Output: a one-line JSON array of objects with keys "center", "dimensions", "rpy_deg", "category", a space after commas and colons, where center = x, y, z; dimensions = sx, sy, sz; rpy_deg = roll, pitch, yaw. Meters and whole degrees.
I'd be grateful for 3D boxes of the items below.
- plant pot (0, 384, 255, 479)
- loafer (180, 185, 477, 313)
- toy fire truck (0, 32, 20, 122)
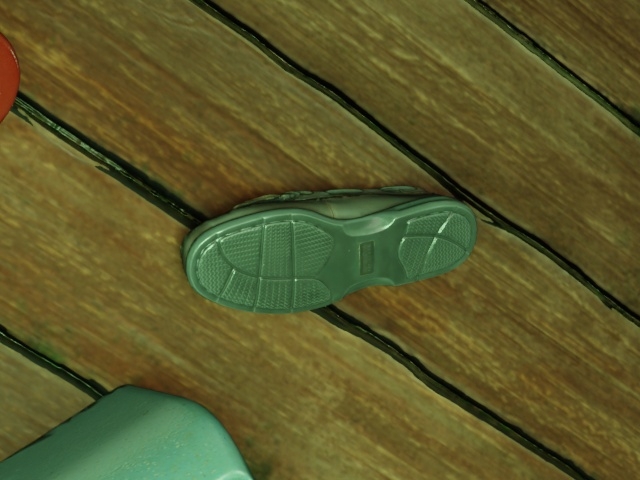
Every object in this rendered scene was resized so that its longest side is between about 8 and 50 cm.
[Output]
[{"center": [-0.130, 0.261, 1.211], "dimensions": [0.247, 0.252, 0.247], "rpy_deg": [-32, 98, -27], "category": "plant pot"}, {"center": [0.000, 0.000, 1.428], "dimensions": [0.268, 0.084, 0.096], "rpy_deg": [-6, 117, -25], "category": "loafer"}, {"center": [-0.374, -0.105, 1.172], "dimensions": [0.254, 0.169, 0.302], "rpy_deg": [-51, 139, 2], "category": "toy fire truck"}]
